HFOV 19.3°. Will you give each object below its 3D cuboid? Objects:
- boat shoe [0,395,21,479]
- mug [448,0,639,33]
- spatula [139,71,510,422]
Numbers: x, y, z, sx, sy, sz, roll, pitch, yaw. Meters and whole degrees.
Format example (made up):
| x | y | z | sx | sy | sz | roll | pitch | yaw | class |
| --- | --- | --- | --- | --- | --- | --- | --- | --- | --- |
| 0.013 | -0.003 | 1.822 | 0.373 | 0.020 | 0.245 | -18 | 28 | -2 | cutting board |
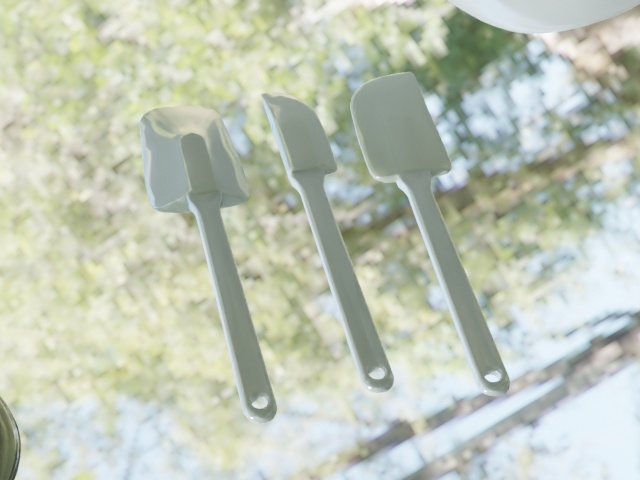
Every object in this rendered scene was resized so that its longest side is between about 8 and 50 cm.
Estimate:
| x | y | z | sx | sy | sz | roll | pitch | yaw | class |
| --- | --- | --- | --- | --- | --- | --- | --- | --- | --- |
| -0.325 | 0.041 | 1.030 | 0.355 | 0.132 | 0.130 | 28 | 174 | 8 | boat shoe |
| 0.121 | -0.279 | 1.076 | 0.328 | 0.276 | 0.374 | 60 | 178 | -32 | mug |
| 0.000 | 0.000 | 1.010 | 0.019 | 0.168 | 0.242 | 98 | 162 | -46 | spatula |
